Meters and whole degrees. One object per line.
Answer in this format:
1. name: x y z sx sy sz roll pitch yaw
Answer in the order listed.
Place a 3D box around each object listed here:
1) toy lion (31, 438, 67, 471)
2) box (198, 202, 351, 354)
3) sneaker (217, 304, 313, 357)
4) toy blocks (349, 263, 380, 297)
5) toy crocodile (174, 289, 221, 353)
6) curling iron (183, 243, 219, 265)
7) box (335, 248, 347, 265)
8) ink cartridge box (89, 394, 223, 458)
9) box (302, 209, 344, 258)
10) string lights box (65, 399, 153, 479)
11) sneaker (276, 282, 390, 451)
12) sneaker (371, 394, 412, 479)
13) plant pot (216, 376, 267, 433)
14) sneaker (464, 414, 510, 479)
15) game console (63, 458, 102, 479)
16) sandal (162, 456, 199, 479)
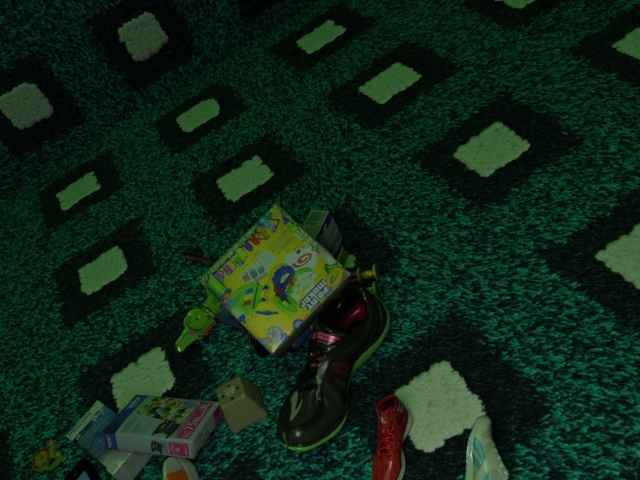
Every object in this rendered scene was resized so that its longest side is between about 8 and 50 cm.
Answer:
1. toy lion: -0.807 0.645 2.047 0.096 0.034 0.100 -49 44 -11
2. box: -0.116 0.112 1.857 0.279 0.177 0.290 44 82 10
3. sneaker: -0.182 0.249 2.010 0.330 0.130 0.147 7 50 36
4. toy blocks: 0.096 0.134 2.021 0.148 0.054 0.123 -14 42 18
5. toy crocodile: -0.340 0.215 2.167 0.340 0.105 0.115 -56 5 -27
6. curling iron: -0.375 0.061 2.390 0.274 0.035 0.068 14 56 40
7. box: -0.016 0.079 2.153 0.178 0.042 0.109 -4 46 28
8. ink cartridge box: -0.444 0.493 1.865 0.311 0.065 0.186 -1 20 17
9. box: 0.000 0.000 2.086 0.072 0.137 0.126 3 49 30
10. string lights box: -0.592 0.568 1.960 0.260 0.077 0.133 17 58 41
11. sneaker: 0.011 0.309 1.775 0.185 0.202 0.483 4 50 35
12. sneaker: 0.146 0.457 1.598 0.087 0.128 0.221 -9 43 25
13. plant pot: -0.221 0.433 1.866 0.109 0.096 0.109 -30 41 0
14. sneaker: 0.359 0.488 1.484 0.092 0.087 0.228 -1 54 20
15. game console: -0.602 0.725 1.830 0.213 0.044 0.361 -43 41 -15
16. sandal: -0.339 0.657 1.705 0.076 0.102 0.265 -50 48 22
